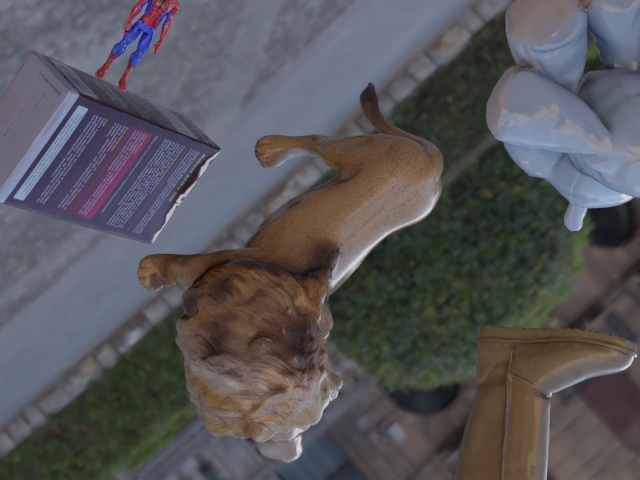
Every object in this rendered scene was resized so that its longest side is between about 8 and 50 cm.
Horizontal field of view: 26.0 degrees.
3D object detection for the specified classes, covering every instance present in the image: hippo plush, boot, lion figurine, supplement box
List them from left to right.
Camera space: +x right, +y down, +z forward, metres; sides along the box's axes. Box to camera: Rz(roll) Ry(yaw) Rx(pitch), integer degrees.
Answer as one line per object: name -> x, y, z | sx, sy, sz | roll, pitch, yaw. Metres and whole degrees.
supplement box -> -0.219, -0.084, 1.353 | 0.130, 0.073, 0.239 | -52, 149, 11
lion figurine -> 0.000, 0.000, 1.180 | 0.240, 0.142, 0.392 | 6, -127, 54
boot -> 0.289, 0.252, 1.799 | 0.236, 0.269, 0.089 | -1, 165, 38
hippo plush -> 0.308, -0.135, 1.435 | 0.234, 0.294, 0.236 | -56, 174, -5

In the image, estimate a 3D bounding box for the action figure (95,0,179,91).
action figure -> -0.156, -0.185, 1.223 | 0.115, 0.038, 0.030 | -54, -163, 21
